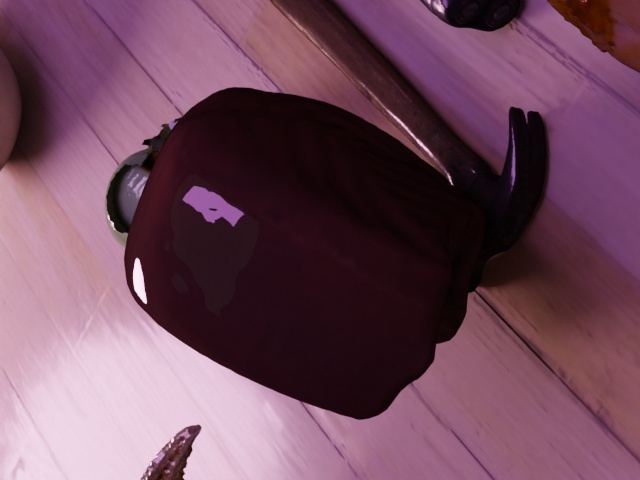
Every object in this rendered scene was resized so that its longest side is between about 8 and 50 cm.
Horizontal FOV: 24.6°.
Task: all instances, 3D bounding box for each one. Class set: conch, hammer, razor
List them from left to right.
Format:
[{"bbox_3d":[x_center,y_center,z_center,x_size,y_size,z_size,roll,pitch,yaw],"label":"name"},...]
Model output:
[{"bbox_3d":[-0.118,-0.050,1.535,0.250,0.137,0.143,-7,76,46],"label":"conch"},{"bbox_3d":[0.064,-0.142,1.432,0.440,0.044,0.168,50,118,40],"label":"hammer"},{"bbox_3d":[0.116,-0.252,1.368,0.148,0.090,0.054,57,132,37],"label":"razor"}]

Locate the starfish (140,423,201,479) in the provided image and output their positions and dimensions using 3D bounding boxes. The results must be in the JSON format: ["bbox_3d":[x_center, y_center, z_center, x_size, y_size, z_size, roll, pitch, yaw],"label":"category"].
[{"bbox_3d":[-0.163,0.365,1.483,0.358,0.078,0.347,-16,97,4],"label":"starfish"}]

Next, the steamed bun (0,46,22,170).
[{"bbox_3d":[-0.537,-0.188,1.875,0.324,0.324,0.206,56,134,38],"label":"steamed bun"}]

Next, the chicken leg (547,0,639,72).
[{"bbox_3d":[0.220,-0.303,1.174,0.409,0.182,0.295,26,100,35],"label":"chicken leg"}]

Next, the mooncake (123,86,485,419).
[{"bbox_3d":[0.000,0.000,1.206,0.334,0.326,0.174,38,112,41],"label":"mooncake"}]
